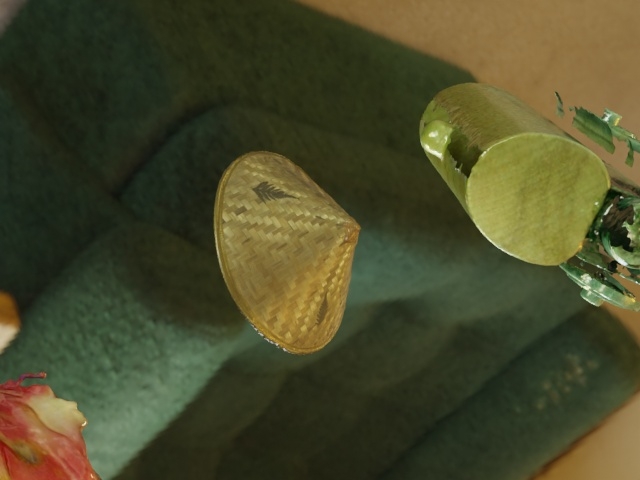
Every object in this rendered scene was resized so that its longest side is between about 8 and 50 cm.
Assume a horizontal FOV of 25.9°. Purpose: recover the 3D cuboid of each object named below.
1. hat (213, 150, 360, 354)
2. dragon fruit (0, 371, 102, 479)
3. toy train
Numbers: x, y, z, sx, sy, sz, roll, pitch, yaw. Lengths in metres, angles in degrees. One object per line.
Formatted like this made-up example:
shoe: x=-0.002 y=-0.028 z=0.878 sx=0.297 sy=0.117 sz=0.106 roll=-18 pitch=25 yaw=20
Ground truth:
hat: x=0.000 y=0.000 z=0.939 sx=0.067 sy=0.146 sz=0.146 roll=-18 pitch=158 yaw=33
dragon fruit: x=-0.250 y=0.262 z=0.988 sx=0.249 sy=0.371 sz=0.386 roll=3 pitch=100 yaw=-33
toy train: x=0.172 y=-0.057 z=1.032 sx=0.189 sy=0.307 sz=0.126 roll=34 pitch=100 yaw=-10
